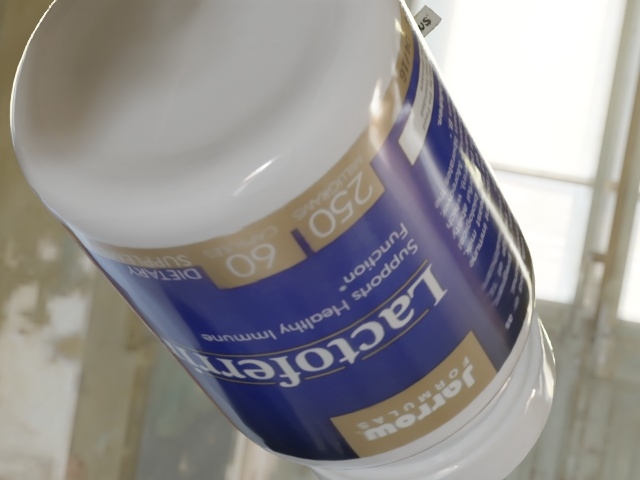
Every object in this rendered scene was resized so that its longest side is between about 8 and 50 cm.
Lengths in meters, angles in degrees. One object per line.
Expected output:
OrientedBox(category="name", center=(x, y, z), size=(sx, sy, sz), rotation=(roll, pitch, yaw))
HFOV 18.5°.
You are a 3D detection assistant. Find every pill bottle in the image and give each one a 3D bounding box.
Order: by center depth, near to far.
OrientedBox(category="pill bottle", center=(0.000, 0.000, 0.796), size=(0.153, 0.153, 0.265), rotation=(12, -26, 33))

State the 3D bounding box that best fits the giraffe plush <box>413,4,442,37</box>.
OrientedBox(category="giraffe plush", center=(0.014, -0.134, 1.459), size=(0.181, 0.210, 0.170), rotation=(24, -17, 19))
